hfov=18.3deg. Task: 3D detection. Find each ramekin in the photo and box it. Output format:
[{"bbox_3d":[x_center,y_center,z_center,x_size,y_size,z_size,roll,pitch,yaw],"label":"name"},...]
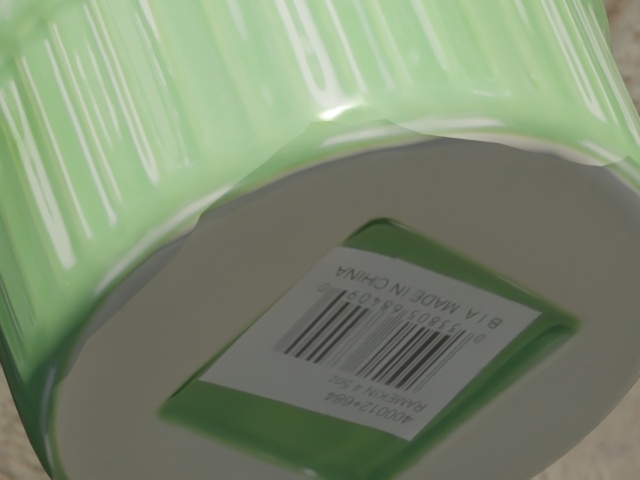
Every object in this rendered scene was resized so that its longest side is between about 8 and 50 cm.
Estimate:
[{"bbox_3d":[0.000,0.000,0.823,0.303,0.303,0.148,-21,49,0],"label":"ramekin"}]
